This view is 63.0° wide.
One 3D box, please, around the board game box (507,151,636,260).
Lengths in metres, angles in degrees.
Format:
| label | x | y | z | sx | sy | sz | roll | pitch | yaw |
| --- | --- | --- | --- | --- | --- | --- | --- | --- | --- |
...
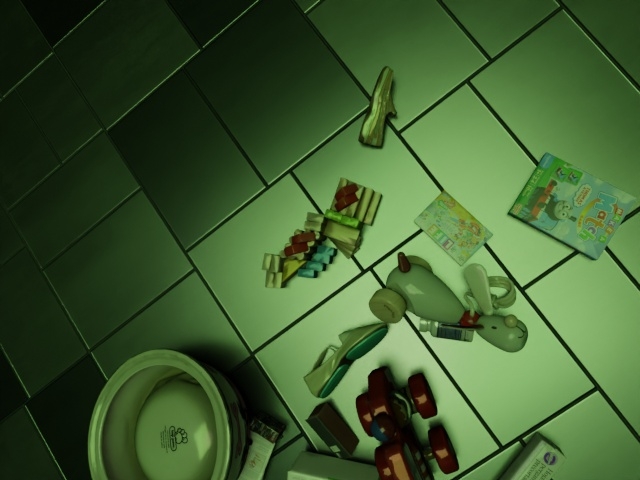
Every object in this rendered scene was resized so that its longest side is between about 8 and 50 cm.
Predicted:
| label | x | y | z | sx | sy | sz | roll | pitch | yaw |
| --- | --- | --- | --- | --- | --- | --- | --- | --- | --- |
| board game box | 0.557 | -0.077 | 1.167 | 0.212 | 0.039 | 0.160 | 31 | 93 | 12 |

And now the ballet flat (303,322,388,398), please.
| label | x | y | z | sx | sy | sz | roll | pitch | yaw |
| --- | --- | --- | --- | --- | --- | --- | --- | --- | --- |
| ballet flat | 0.053 | 0.268 | 1.244 | 0.086 | 0.086 | 0.248 | 44 | 97 | 12 |

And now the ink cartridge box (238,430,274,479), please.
| label | x | y | z | sx | sy | sz | roll | pitch | yaw |
| --- | --- | --- | --- | --- | --- | --- | --- | --- | --- |
| ink cartridge box | -0.226 | 0.568 | 1.303 | 0.181 | 0.056 | 0.224 | 20 | 84 | 14 |

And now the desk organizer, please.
| label | x | y | z | sx | sy | sz | roll | pitch | yaw |
| --- | --- | --- | --- | --- | --- | --- | --- | --- | --- |
| desk organizer | 0.030 | 0.454 | 1.246 | 0.130 | 0.050 | 0.047 | 50 | 132 | -4 |

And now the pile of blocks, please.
| label | x | y | z | sx | sy | sz | roll | pitch | yaw |
| --- | --- | --- | --- | --- | --- | --- | --- | --- | --- |
| pile of blocks | 0.000 | 0.000 | 1.252 | 0.149 | 0.113 | 0.362 | 45 | 97 | 12 |

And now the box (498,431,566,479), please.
| label | x | y | z | sx | sy | sz | roll | pitch | yaw |
| --- | --- | --- | --- | --- | --- | --- | --- | --- | --- |
| box | 0.408 | 0.571 | 1.145 | 0.063 | 0.067 | 0.324 | 37 | 94 | 11 |

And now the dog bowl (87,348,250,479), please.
| label | x | y | z | sx | sy | sz | roll | pitch | yaw |
| --- | --- | --- | --- | --- | --- | --- | --- | --- | --- |
| dog bowl | -0.348 | 0.467 | 1.246 | 0.409 | 0.150 | 0.407 | -6 | 75 | 23 |

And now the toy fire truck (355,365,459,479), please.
| label | x | y | z | sx | sy | sz | roll | pitch | yaw |
| --- | --- | --- | --- | --- | --- | --- | --- | --- | --- |
| toy fire truck | 0.175 | 0.425 | 1.111 | 0.170 | 0.254 | 0.301 | -23 | 82 | 10 |

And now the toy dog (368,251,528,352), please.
| label | x | y | z | sx | sy | sz | roll | pitch | yaw |
| --- | --- | --- | --- | --- | --- | --- | --- | --- | --- |
| toy dog | 0.270 | 0.112 | 1.115 | 0.334 | 0.160 | 0.220 | 4 | 48 | 13 |

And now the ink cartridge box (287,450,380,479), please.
| label | x | y | z | sx | sy | sz | roll | pitch | yaw |
| --- | --- | --- | --- | --- | --- | --- | --- | --- | --- |
| ink cartridge box | 0.022 | 0.650 | 1.190 | 0.199 | 0.115 | 0.272 | 6 | 94 | 14 |

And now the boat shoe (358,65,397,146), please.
| label | x | y | z | sx | sy | sz | roll | pitch | yaw |
| --- | --- | --- | --- | --- | --- | --- | --- | --- | --- |
| boat shoe | 0.152 | -0.322 | 1.269 | 0.072 | 0.068 | 0.189 | 18 | 100 | 1 |

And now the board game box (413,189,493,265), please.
| label | x | y | z | sx | sy | sz | roll | pitch | yaw |
| --- | --- | --- | --- | --- | --- | --- | --- | --- | --- |
| board game box | 0.310 | -0.029 | 1.226 | 0.154 | 0.026 | 0.103 | 45 | 97 | 12 |

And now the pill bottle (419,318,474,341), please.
| label | x | y | z | sx | sy | sz | roll | pitch | yaw |
| --- | --- | --- | --- | --- | --- | --- | --- | --- | --- |
| pill bottle | 0.289 | 0.192 | 1.196 | 0.120 | 0.067 | 0.066 | 6 | 88 | 13 |

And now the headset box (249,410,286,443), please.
| label | x | y | z | sx | sy | sz | roll | pitch | yaw |
| --- | --- | --- | --- | --- | --- | --- | --- | --- | --- |
| headset box | -0.126 | 0.457 | 1.276 | 0.083 | 0.062 | 0.032 | 30 | 94 | 12 |
